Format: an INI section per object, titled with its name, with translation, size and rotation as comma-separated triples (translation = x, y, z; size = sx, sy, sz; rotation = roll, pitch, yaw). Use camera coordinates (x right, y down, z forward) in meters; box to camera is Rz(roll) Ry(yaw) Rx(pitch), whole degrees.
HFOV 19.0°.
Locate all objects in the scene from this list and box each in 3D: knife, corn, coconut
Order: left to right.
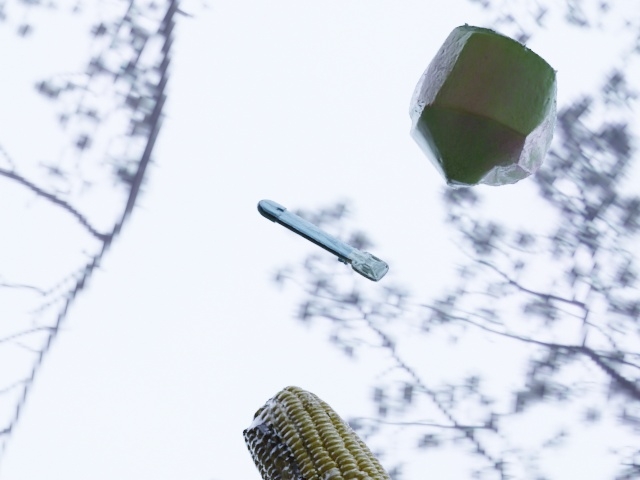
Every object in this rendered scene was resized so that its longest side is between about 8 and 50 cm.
[knife]
translation = 0.000, 0.000, 1.228
size = 0.096, 0.027, 0.010
rotation = 30, -60, 9
[corn]
translation = 0.011, 0.165, 1.232
size = 0.072, 0.072, 0.203
rotation = -49, -139, 8
[coconut]
translation = 0.085, -0.065, 0.997
size = 0.083, 0.082, 0.081
rotation = 11, -104, 34
